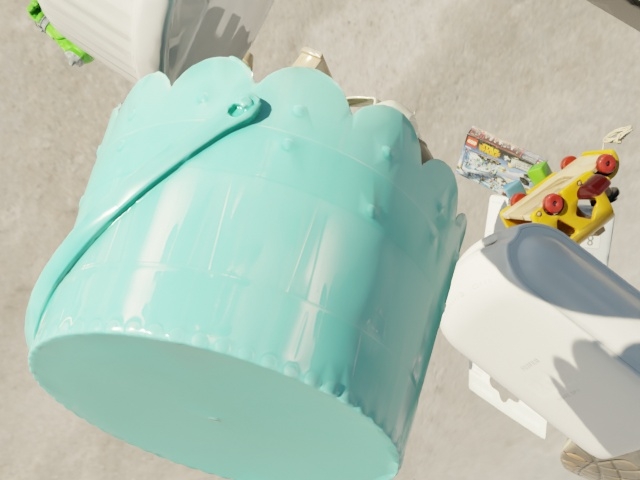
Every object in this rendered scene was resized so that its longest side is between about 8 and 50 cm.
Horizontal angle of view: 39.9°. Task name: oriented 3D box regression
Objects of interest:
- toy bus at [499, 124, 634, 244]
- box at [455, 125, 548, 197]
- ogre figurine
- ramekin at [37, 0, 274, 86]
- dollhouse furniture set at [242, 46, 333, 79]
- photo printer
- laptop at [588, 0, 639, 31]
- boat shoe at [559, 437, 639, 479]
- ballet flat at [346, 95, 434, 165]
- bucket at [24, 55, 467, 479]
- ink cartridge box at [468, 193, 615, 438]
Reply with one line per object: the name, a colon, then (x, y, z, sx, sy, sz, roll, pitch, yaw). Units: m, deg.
toy bus: (0.358, -0.050, 1.236, 0.202, 0.191, 0.104, -24, 105, 31)
box: (0.299, -0.123, 1.463, 0.137, 0.094, 0.027, 28, 52, 15)
ogre figurine: (-0.321, -0.323, 1.307, 0.197, 0.097, 0.118, -11, 77, -35)
ramekin: (-0.106, -0.241, 0.658, 0.127, 0.273, 0.273, 26, 79, 4)
dollhouse furniture set: (-0.161, -0.311, 1.713, 0.355, 0.303, 0.174, 28, 74, 27)
photo printer: (0.289, 0.118, 1.054, 0.307, 0.256, 0.107, 39, 65, 4)
laptop: (0.421, -0.305, 0.985, 0.234, 0.264, 0.137, 29, 49, -3)
boat shoe: (0.464, 0.284, 1.368, 0.132, 0.355, 0.130, 23, 63, 18)
ballet flat: (0.074, -0.157, 1.260, 0.280, 0.095, 0.096, 26, 94, 46)
bucket: (-0.047, 0.039, 0.588, 0.281, 0.281, 0.183, 11, 58, 9)
ink cartridge box: (0.379, 0.118, 1.558, 0.091, 0.308, 0.385, 4, 96, -15)
